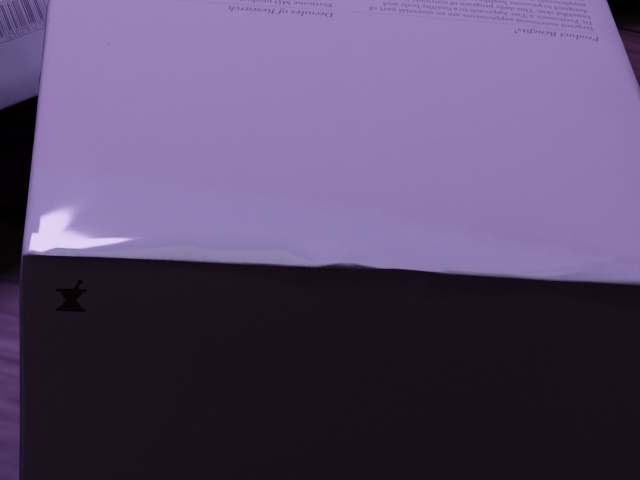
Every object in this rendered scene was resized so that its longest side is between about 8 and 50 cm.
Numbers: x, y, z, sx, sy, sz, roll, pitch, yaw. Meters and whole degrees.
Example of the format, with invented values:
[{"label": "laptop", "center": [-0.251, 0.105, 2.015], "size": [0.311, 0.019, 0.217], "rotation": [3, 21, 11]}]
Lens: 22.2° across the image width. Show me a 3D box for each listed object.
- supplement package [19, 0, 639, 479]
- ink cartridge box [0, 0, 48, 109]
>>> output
[{"label": "supplement package", "center": [0.000, 0.000, 0.553], "size": [0.194, 0.149, 0.203], "rotation": [3, 39, -8]}, {"label": "ink cartridge box", "center": [-0.173, -0.057, 0.631], "size": [0.207, 0.046, 0.097], "rotation": [-28, 14, -38]}]
